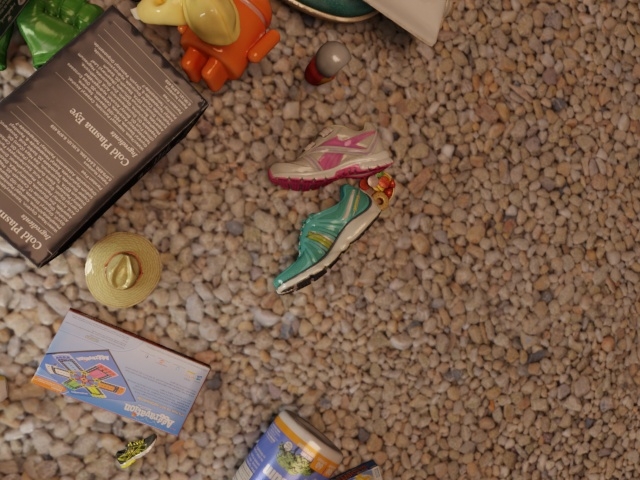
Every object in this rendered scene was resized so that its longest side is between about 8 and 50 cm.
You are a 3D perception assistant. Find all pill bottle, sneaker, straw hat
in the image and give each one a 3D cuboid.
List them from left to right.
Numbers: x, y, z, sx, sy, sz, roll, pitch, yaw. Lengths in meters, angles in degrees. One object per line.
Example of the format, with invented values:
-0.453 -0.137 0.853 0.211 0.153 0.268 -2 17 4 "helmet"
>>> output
-0.359 0.057 1.015 0.145 0.061 0.144 -1 92 -17 "straw hat"
-0.346 0.390 1.048 0.083 0.031 0.035 -38 102 -12 "sneaker"
-0.093 0.478 1.068 0.152 0.152 0.272 39 80 -15 "pill bottle"
0.000 0.000 1.121 0.110 0.107 0.275 43 75 5 "sneaker"
0.014 -0.169 1.109 0.253 0.103 0.111 -14 86 -16 "sneaker"

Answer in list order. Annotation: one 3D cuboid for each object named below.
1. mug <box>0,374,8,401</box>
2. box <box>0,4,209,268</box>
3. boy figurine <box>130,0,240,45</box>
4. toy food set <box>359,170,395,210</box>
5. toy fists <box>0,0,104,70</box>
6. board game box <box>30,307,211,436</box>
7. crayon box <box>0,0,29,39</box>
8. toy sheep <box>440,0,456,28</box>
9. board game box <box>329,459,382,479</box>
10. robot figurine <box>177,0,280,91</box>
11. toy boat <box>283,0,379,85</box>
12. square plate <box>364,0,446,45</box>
-0.575 0.251 0.958 0.064 0.062 0.078 -7 101 -25 "mug"
-0.362 -0.142 0.859 0.179 0.343 0.312 45 79 -16 "box"
-0.226 -0.417 0.933 0.177 0.092 0.285 -45 59 -13 "boy figurine"
0.121 -0.110 1.179 0.083 0.020 0.083 39 81 -15 "toy food set"
-0.507 -0.364 0.935 0.280 0.096 0.142 -2 89 -16 "toy fists"
-0.363 0.248 1.039 0.282 0.027 0.145 28 83 -16 "board game box"
-0.607 -0.407 0.828 0.323 0.083 0.203 22 71 4 "crayon box"
0.227 -0.496 1.164 0.132 0.091 0.091 4 91 -36 "toy sheep"
0.083 0.589 1.188 0.136 0.035 0.201 -18 97 -16 "board game box"
-0.169 -0.384 1.023 0.128 0.158 0.219 33 81 -44 "robot figurine"
0.025 -0.459 1.068 0.268 0.148 0.317 5 90 -18 "toy boat"
0.138 -0.597 1.040 0.344 0.049 0.346 23 76 -28 "square plate"
